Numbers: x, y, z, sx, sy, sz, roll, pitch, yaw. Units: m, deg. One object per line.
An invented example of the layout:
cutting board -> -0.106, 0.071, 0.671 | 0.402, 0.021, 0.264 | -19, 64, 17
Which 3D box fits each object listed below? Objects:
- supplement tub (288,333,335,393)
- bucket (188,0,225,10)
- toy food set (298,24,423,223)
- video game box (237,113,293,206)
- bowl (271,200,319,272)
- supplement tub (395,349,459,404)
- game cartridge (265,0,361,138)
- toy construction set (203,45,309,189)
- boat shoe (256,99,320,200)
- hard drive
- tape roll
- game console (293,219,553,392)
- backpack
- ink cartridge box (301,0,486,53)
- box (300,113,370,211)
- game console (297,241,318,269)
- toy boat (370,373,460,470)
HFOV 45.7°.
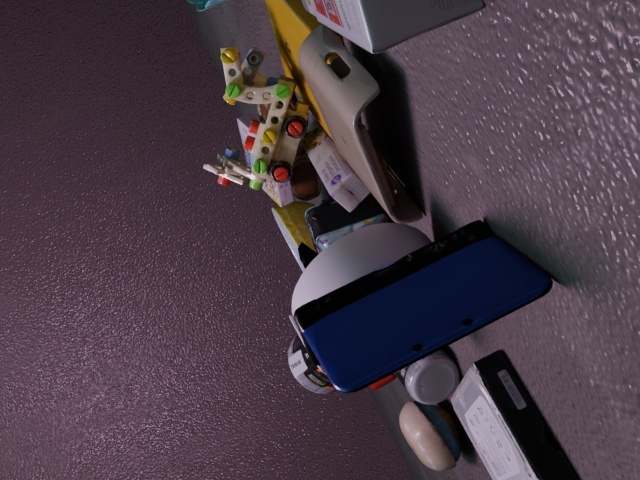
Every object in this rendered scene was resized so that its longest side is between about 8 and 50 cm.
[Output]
supplement tub -> 0.063, 0.282, 2.078 | 0.207, 0.207, 0.338 | 63, 146, 13
bucket -> -0.150, -0.523, 1.209 | 0.281, 0.183, 0.281 | 57, 161, 32
toy food set -> 0.079, -0.188, 1.270 | 0.219, 0.092, 0.306 | 57, 178, 42
video game box -> -0.147, -0.214, 2.013 | 0.205, 0.048, 0.187 | 45, 150, 48
bowl -> 0.000, 0.000, 2.104 | 0.289, 0.156, 0.289 | 60, 173, 12
supplement tub -> 0.211, 0.261, 1.650 | 0.116, 0.117, 0.190 | 69, 172, -27
game cartridge -> -0.013, -0.351, 1.495 | 0.323, 0.053, 0.285 | 56, 169, 38
toy construction set -> -0.142, -0.236, 1.610 | 0.151, 0.215, 0.327 | -78, 7, -56
boat shoe -> -0.081, -0.251, 2.020 | 0.323, 0.123, 0.120 | 67, 170, -21
hard drive -> 0.325, 0.345, 1.338 | 0.236, 0.064, 0.339 | 63, 173, 20
tape roll -> 0.096, 0.111, 1.298 | 0.100, 0.286, 0.286 | 58, 170, 44
game console -> 0.132, 0.115, 1.018 | 0.173, 0.293, 0.250 | 61, 172, 31
backpack -> 0.069, -0.002, 1.595 | 0.188, 0.166, 0.144 | 71, 176, -65
ink cartridge box -> 0.022, -0.382, 0.778 | 0.272, 0.130, 0.309 | -124, 12, -60
box -> 0.020, -0.170, 1.580 | 0.067, 0.063, 0.324 | 38, -166, -31
game console -> 0.095, 0.142, 1.780 | 0.361, 0.044, 0.213 | 38, -175, -30
toy boat -> 0.253, 0.423, 1.906 | 0.318, 0.148, 0.267 | 54, 175, 19
